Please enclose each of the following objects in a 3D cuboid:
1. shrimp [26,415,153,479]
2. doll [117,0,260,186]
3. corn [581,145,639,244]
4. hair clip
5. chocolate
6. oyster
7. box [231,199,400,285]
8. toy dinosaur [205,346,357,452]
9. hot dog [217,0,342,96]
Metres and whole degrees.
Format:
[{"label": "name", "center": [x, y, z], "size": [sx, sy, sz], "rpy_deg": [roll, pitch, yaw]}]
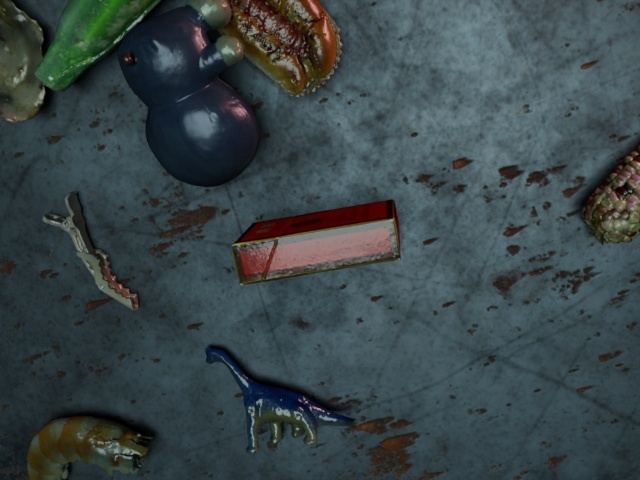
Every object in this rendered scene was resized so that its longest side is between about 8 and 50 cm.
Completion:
[{"label": "shrimp", "center": [-0.449, 0.416, 1.177], "size": [0.185, 0.068, 0.287], "rpy_deg": [40, 106, -2]}, {"label": "doll", "center": [-0.188, -0.207, 0.955], "size": [0.228, 0.154, 0.259], "rpy_deg": [-8, 120, 36]}, {"label": "corn", "center": [0.498, -0.109, 0.940], "size": [0.092, 0.092, 0.280], "rpy_deg": [40, 101, -4]}, {"label": "hair clip", "center": [-0.388, 0.032, 1.097], "size": [0.072, 0.034, 0.226], "rpy_deg": [-26, 101, 15]}, {"label": "chocolate", "center": [-0.320, -0.339, 0.956], "size": [0.110, 0.110, 0.291], "rpy_deg": [45, 109, -5]}, {"label": "oyster", "center": [-0.591, -0.347, 1.003], "size": [0.396, 0.111, 0.204], "rpy_deg": [30, 90, -5]}, {"label": "box", "center": [0.000, -0.001, 0.984], "size": [0.239, 0.153, 0.074], "rpy_deg": [-10, 106, 9]}, {"label": "toy dinosaur", "center": [-0.066, 0.256, 1.099], "size": [0.247, 0.075, 0.188], "rpy_deg": [-10, 95, 15]}, {"label": "hot dog", "center": [-0.078, -0.335, 0.953], "size": [0.268, 0.075, 0.144], "rpy_deg": [44, 107, -2]}]
